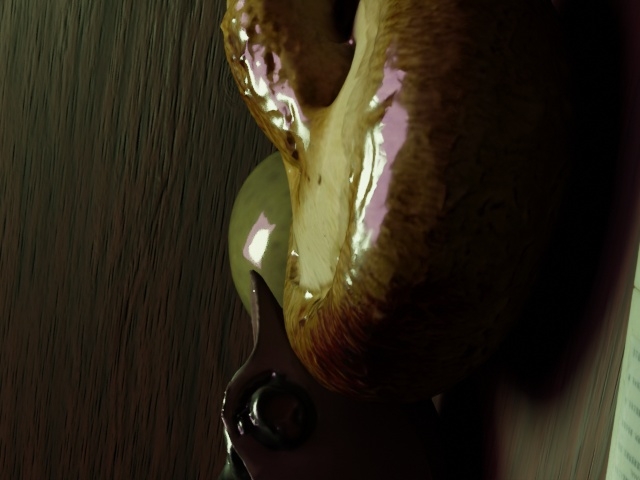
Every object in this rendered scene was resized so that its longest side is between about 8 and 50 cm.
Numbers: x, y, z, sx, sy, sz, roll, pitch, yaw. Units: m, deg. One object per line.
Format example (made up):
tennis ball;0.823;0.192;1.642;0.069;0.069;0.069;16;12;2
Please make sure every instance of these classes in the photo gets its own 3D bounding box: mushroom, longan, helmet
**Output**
mushroom;0.065;-0.049;1.051;0.345;0.239;0.345;-9;-90;-80
longan;0.000;0.000;1.569;0.196;0.196;0.220;107;176;-54
helmet;0.009;0.202;1.213;0.271;0.197;0.338;95;-175;-69

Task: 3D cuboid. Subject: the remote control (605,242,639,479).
remote control;0.163;0.084;0.713;0.098;0.038;0.234;-120;37;-80
